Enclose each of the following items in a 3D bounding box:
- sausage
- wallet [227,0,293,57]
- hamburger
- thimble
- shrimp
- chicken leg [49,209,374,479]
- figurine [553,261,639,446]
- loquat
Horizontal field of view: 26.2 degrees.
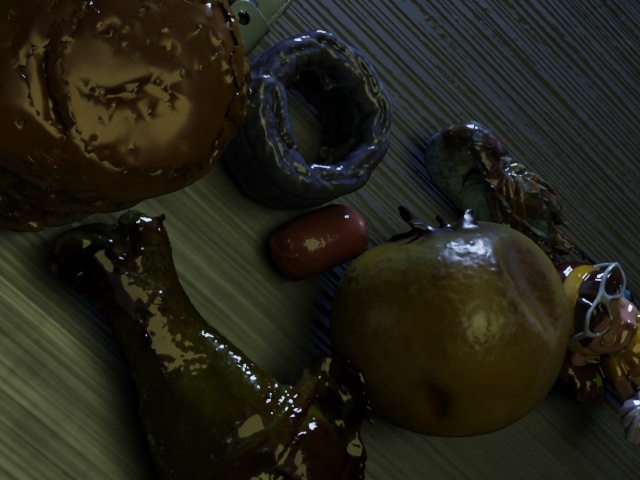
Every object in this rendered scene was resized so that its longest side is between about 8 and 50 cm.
[{"bbox_3d":[0.000,0.000,1.229,0.094,0.059,0.054,-22,91,-28],"label":"sausage"},{"bbox_3d":[-0.095,-0.212,1.219,0.110,0.039,0.155,45,67,-14],"label":"wallet"},{"bbox_3d":[-0.180,-0.129,1.066,0.260,0.211,0.245,12,78,-21],"label":"hamburger"},{"bbox_3d":[-0.017,-0.102,1.213,0.150,0.098,0.150,4,81,-28],"label":"thimble"},{"bbox_3d":[0.193,-0.035,1.331,0.233,0.079,0.090,36,31,-22],"label":"shrimp"},{"bbox_3d":[-0.068,0.136,1.130,0.211,0.140,0.361,-20,97,-20],"label":"chicken leg"},{"bbox_3d":[0.298,0.108,1.342,0.240,0.116,0.175,37,70,-25],"label":"figurine"},{"bbox_3d":[0.120,0.070,1.201,0.213,0.213,0.213,4,81,-27],"label":"loquat"}]
